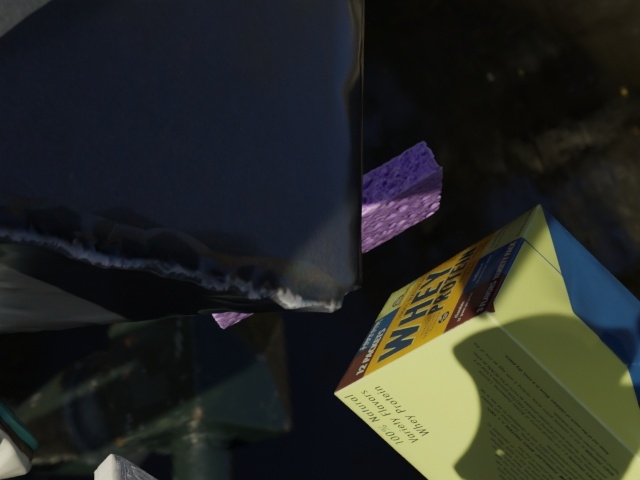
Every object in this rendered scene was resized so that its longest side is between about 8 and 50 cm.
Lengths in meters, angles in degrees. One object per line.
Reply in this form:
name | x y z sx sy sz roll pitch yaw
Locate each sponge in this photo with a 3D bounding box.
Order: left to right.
sponge | 0.000 0.000 1.066 0.031 0.210 0.117 59 -4 15

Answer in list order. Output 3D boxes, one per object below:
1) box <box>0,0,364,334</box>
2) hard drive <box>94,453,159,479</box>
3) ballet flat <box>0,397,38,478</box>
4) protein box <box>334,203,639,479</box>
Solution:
box | -0.246 -0.206 0.518 0.297 0.472 0.480 17 70 -54
hard drive | -0.143 0.396 1.453 0.233 0.047 0.353 39 11 -23
ballet flat | -0.297 0.129 0.969 0.139 0.400 0.139 2 73 -7
protein box | 0.163 0.115 1.123 0.200 0.201 0.136 43 48 -11
